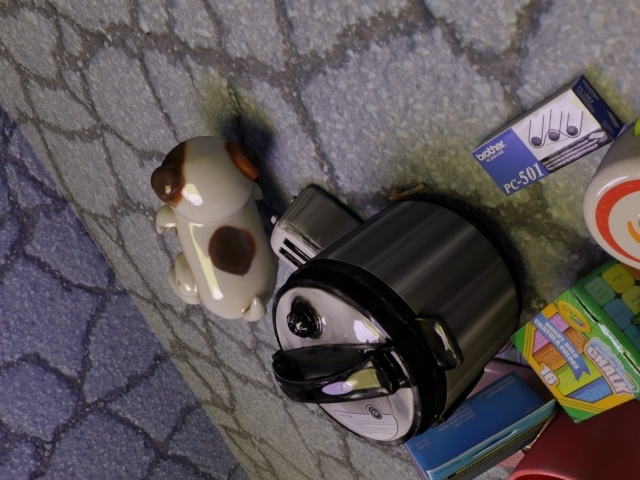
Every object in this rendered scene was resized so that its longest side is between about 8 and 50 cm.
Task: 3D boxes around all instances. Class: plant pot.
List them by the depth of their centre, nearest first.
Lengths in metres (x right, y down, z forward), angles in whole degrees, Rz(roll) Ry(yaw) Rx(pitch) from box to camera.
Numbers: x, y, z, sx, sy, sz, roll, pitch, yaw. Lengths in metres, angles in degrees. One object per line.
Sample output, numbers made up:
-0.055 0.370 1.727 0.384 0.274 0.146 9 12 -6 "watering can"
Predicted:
0.541 0.446 1.212 0.275 0.243 0.274 27 143 23 "plant pot"

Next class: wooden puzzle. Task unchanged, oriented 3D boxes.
0.417 0.360 1.387 0.221 0.044 0.238 7 128 32 "wooden puzzle"

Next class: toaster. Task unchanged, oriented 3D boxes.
0.000 0.000 1.367 0.227 0.146 0.129 40 147 5 "toaster"

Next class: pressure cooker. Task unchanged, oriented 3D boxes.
0.113 0.157 1.139 0.376 0.420 0.369 35 138 26 "pressure cooker"

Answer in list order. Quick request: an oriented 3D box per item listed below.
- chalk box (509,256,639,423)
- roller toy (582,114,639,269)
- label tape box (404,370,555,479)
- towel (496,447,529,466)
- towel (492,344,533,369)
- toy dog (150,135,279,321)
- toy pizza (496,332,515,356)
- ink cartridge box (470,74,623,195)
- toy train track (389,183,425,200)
0.456 0.128 0.938 0.179 0.180 0.289 55 157 20 "chalk box"
0.463 -0.054 0.826 0.209 0.146 0.191 39 147 5 "roller toy"
0.289 0.364 1.172 0.115 0.249 0.347 58 175 31 "label tape box"
0.371 0.455 1.588 0.329 0.037 0.237 48 147 -7 "towel"
0.429 0.258 1.327 0.152 0.023 0.113 16 140 31 "towel"
-0.246 -0.040 1.397 0.395 0.285 0.407 -114 13 -54 "toy dog"
0.312 0.168 1.307 0.201 0.032 0.201 28 137 30 "toy pizza"
0.336 -0.151 0.942 0.097 0.046 0.207 49 146 -6 "ink cartridge box"
0.168 -0.096 1.201 0.048 0.014 0.083 17 155 -39 "toy train track"
